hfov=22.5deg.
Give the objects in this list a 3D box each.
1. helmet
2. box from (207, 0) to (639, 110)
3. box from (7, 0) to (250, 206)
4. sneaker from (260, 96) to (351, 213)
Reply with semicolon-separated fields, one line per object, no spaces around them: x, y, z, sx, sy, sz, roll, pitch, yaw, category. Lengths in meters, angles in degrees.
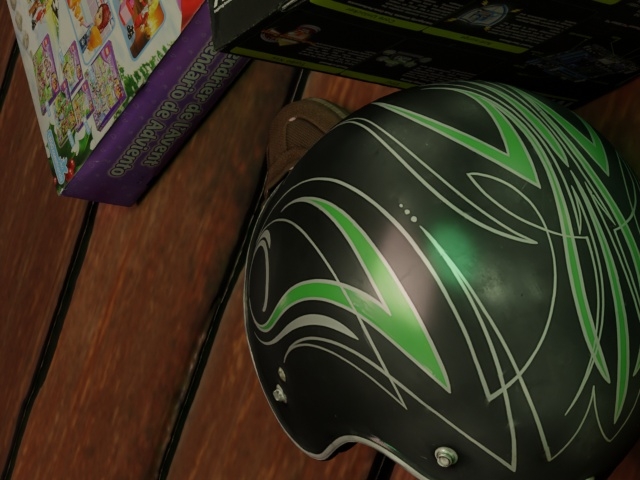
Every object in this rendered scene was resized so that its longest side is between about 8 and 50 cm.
0.060;0.021;0.640;0.161;0.169;0.169;-5;79;56;helmet
0.085;-0.107;0.606;0.184;0.191;0.045;-23;67;48;box
-0.124;-0.196;0.995;0.201;0.057;0.293;-47;49;37;box
0.000;0.000;0.788;0.066;0.071;0.188;-48;49;35;sneaker
